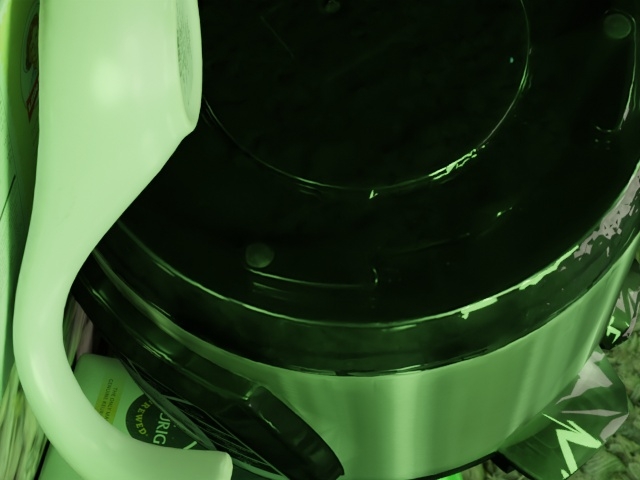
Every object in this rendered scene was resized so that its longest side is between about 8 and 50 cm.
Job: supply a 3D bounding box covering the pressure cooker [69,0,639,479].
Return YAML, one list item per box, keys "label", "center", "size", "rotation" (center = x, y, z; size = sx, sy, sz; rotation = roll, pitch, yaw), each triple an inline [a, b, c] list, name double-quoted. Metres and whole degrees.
- label: "pressure cooker"
  center: [0.032, -0.028, 1.013]
  size: [0.420, 0.376, 0.369]
  rotation: [85, 4, -68]

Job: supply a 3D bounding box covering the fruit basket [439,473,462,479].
- label: "fruit basket"
  center: [-0.057, 0.211, 1.676]
  size: [0.283, 0.392, 0.392]
  rotation: [100, 0, -73]

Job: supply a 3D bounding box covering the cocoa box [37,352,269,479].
- label: "cocoa box"
  center: [-0.106, 0.296, 1.113]
  size: [0.231, 0.228, 0.347]
  rotation: [98, 2, -48]

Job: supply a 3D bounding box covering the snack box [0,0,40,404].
- label: "snack box"
  center: [-0.139, -0.071, 0.642]
  size: [0.187, 0.060, 0.322]
  rotation: [98, 3, -56]

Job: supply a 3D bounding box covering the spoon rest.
- label: "spoon rest"
  center: [-0.089, -0.016, 0.634]
  size: [0.137, 0.084, 0.276]
  rotation: [-79, 165, -73]
